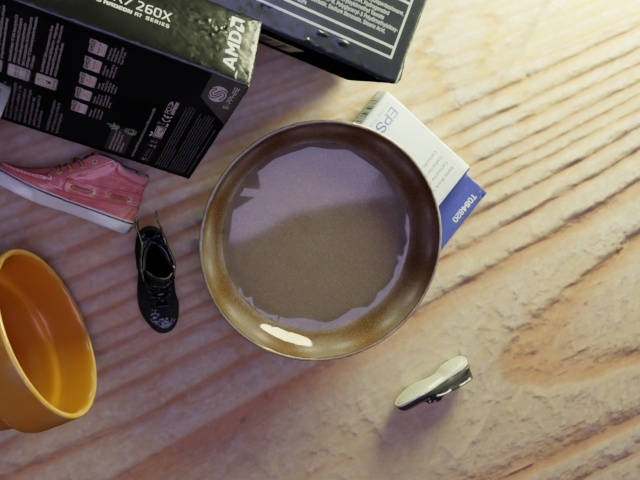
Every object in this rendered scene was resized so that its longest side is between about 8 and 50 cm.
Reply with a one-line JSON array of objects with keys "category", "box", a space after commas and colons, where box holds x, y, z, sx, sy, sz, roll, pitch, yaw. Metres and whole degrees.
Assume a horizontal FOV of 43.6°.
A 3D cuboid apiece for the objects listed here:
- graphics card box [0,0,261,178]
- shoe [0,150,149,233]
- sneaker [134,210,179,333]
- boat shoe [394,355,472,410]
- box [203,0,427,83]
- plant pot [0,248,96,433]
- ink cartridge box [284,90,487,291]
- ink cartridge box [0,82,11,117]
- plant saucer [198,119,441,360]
[{"category": "graphics card box", "box": [-0.273, -0.201, 0.847, 0.370, 0.233, 0.094, 18, 62, -17]}, {"category": "shoe", "box": [-0.297, -0.076, 0.959, 0.178, 0.063, 0.081, 22, 93, -24]}, {"category": "sneaker", "box": [-0.205, 0.044, 0.993, 0.051, 0.089, 0.170, -9, 103, -14]}, {"category": "boat shoe", "box": [0.166, 0.215, 1.161, 0.125, 0.046, 0.038, -31, 103, -17]}, {"category": "box", "box": [-0.015, -0.370, 0.917, 0.296, 0.183, 0.294, 19, 97, -20]}, {"category": "plant pot", "box": [-0.391, 0.138, 0.913, 0.187, 0.205, 0.205, -22, 107, 5]}, {"category": "ink cartridge box", "box": [0.095, -0.047, 1.086, 0.224, 0.045, 0.223, 38, 89, -20]}, {"category": "ink cartridge box", "box": [-0.431, -0.134, 0.852, 0.145, 0.179, 0.045, 24, 54, -30]}, {"category": "plant saucer", "box": [0.000, 0.000, 1.020, 0.310, 0.050, 0.311, -3, 105, -11]}]
